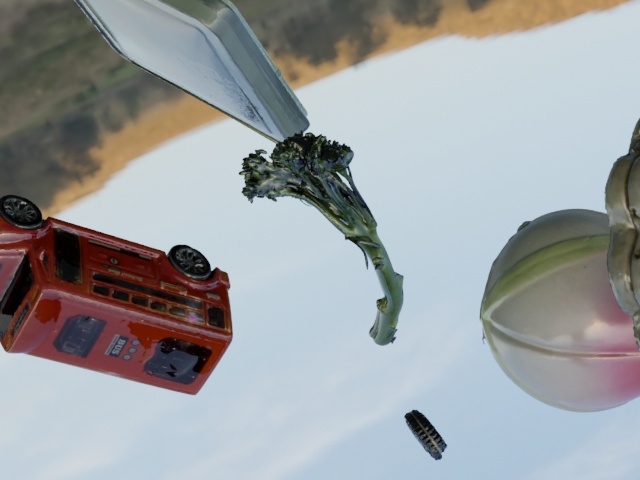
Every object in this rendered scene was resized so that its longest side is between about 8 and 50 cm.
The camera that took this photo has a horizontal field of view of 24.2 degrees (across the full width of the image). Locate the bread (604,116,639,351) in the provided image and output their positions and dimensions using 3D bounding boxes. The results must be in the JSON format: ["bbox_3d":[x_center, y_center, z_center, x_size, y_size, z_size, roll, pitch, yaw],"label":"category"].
[{"bbox_3d":[0.419,-0.005,1.832,0.102,0.337,0.183,-5,173,45],"label":"bread"}]

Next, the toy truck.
[{"bbox_3d":[-0.208,0.054,1.348,0.107,0.253,0.114,-56,-149,31],"label":"toy truck"}]

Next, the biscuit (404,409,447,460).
[{"bbox_3d":[0.138,0.253,1.913,0.027,0.089,0.087,-36,-140,-4],"label":"biscuit"}]

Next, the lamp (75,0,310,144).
[{"bbox_3d":[-0.154,-0.213,1.523,0.269,0.266,0.047,30,-100,26],"label":"lamp"}]

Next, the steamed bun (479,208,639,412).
[{"bbox_3d":[0.404,0.107,2.119,0.309,0.309,0.309,-22,-167,5],"label":"steamed bun"}]

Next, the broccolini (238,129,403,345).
[{"bbox_3d":[0.004,0.006,1.331,0.123,0.271,0.062,19,-123,35],"label":"broccolini"}]
